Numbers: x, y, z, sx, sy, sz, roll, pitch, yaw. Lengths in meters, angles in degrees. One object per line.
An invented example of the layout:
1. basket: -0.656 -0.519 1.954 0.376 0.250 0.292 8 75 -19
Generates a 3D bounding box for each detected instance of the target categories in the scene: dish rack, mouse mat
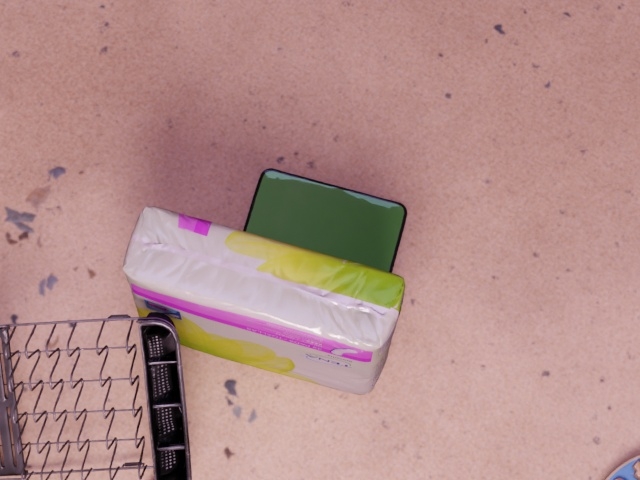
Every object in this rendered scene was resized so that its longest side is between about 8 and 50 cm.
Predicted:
1. dish rack: -0.279 0.181 1.638 0.271 0.074 0.208 -3 105 2
2. mouse mat: 0.000 0.000 1.818 0.189 0.007 0.153 15 69 4

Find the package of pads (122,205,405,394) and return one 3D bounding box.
1. package of pads: -0.063 0.074 1.668 0.296 0.229 0.101 17 72 4

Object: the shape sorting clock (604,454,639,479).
1. shape sorting clock: 0.402 0.341 1.694 0.206 0.040 0.206 1 69 -3
